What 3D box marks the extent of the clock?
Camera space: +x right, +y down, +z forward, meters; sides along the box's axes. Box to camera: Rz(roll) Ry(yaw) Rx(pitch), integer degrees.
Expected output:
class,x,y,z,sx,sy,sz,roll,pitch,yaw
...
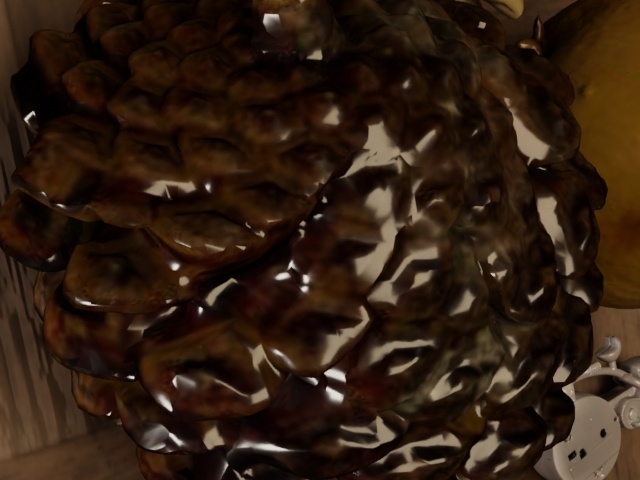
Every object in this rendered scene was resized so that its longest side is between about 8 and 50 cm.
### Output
class,x,y,z,sx,sy,sz,roll,pitch,yaw
clock,0.196,0.115,0.862,0.129,0.041,0.087,-24,105,-29

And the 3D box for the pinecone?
class,x,y,z,sx,sy,sz,roll,pitch,yaw
pinecone,-0.003,0.002,0.606,0.298,0.242,0.296,-35,116,-33

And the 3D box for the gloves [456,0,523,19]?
class,x,y,z,sx,sy,sz,roll,pitch,yaw
gloves,0.095,-0.210,0.734,0.124,0.203,0.164,31,29,-3

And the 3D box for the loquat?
class,x,y,z,sx,sy,sz,roll,pitch,yaw
loquat,0.201,-0.059,0.783,0.208,0.208,0.208,2,87,-35
